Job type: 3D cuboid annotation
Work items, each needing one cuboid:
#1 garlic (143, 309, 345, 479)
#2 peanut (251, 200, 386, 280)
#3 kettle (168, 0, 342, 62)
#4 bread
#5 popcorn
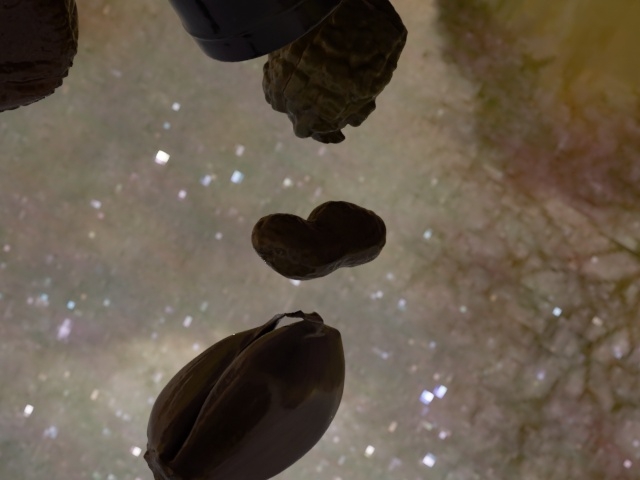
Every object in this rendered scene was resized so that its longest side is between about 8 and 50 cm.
[{"bbox_3d":[-0.109,0.202,1.973,0.246,0.340,0.231,15,-156,-49],"label":"garlic"},{"bbox_3d":[0.000,0.000,1.970,0.229,0.098,0.103,-12,-136,-39],"label":"peanut"},{"bbox_3d":[-0.135,-0.416,1.559,0.324,0.228,0.321,55,-177,-36],"label":"kettle"},{"bbox_3d":[-0.412,-0.254,1.600,0.254,0.227,0.142,-2,-147,-2],"label":"bread"},{"bbox_3d":[0.026,-0.284,2.065,0.174,0.225,0.286,39,-154,-17],"label":"popcorn"}]
